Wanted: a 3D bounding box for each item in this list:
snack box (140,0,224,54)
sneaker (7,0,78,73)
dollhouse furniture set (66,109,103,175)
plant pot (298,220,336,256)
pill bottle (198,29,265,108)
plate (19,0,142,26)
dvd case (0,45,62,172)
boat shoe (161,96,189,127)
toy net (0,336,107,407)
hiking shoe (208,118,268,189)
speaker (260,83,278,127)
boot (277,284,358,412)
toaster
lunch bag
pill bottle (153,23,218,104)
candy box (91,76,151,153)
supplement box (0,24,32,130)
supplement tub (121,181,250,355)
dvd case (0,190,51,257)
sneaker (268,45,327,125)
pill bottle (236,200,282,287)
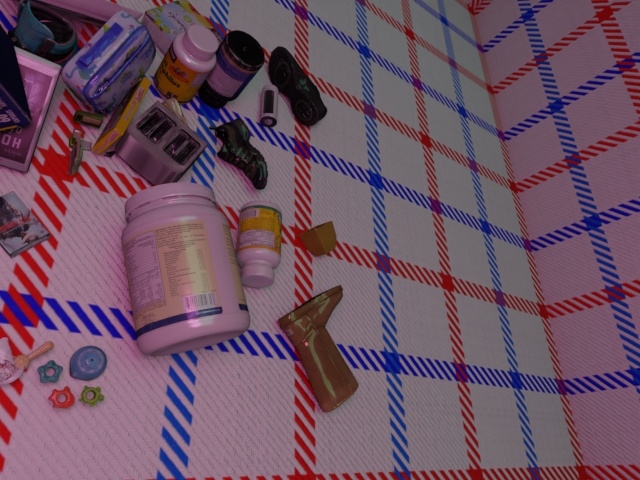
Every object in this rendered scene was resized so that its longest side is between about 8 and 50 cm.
[{"bbox_3d":[-0.390,-0.595,1.386,0.207,0.070,0.174,45,46,-6],"label":"snack box"},{"bbox_3d":[-0.649,-0.419,1.010,0.124,0.178,0.295,52,46,-6],"label":"sneaker"},{"bbox_3d":[-0.536,-0.219,1.076,0.058,0.076,0.152,10,62,-38],"label":"dollhouse furniture set"},{"bbox_3d":[0.000,0.000,1.411,0.081,0.081,0.083,-29,98,-45],"label":"plant pot"},{"bbox_3d":[-0.261,-0.475,1.334,0.122,0.219,0.123,18,58,-32],"label":"pill bottle"},{"bbox_3d":[-0.599,-0.560,1.113,0.277,0.277,0.045,4,108,-39],"label":"plate"},{"bbox_3d":[-0.658,-0.280,0.954,0.179,0.029,0.239,18,90,-32],"label":"dvd case"},{"bbox_3d":[-0.388,-0.318,1.274,0.045,0.050,0.136,-24,88,-20],"label":"boat shoe"},{"bbox_3d":[-0.522,0.248,0.875,0.232,0.045,0.122,14,62,-32],"label":"toy net"},{"bbox_3d":[-0.235,-0.236,1.344,0.114,0.086,0.227,-22,77,-30],"label":"hiking shoe"},{"bbox_3d":[-0.164,-0.433,1.510,0.055,0.055,0.136,19,58,-32],"label":"speaker"},{"bbox_3d":[0.027,0.286,1.286,0.236,0.089,0.270,-28,87,-34],"label":"boot"},{"bbox_3d":[-0.399,-0.232,1.172,0.168,0.110,0.186,41,48,-15],"label":"toaster"},{"bbox_3d":[-0.478,-0.403,1.078,0.090,0.176,0.219,37,78,-6],"label":"lunch bag"},{"bbox_3d":[-0.356,-0.468,1.255,0.117,0.215,0.117,19,57,-32],"label":"pill bottle"},{"bbox_3d":[-0.476,-0.303,1.133,0.027,0.105,0.206,38,42,-33],"label":"candy box"},{"bbox_3d":[-0.719,-0.280,0.772,0.356,0.194,0.196,-17,78,-13],"label":"supplement box"},{"bbox_3d":[-0.296,0.064,1.019,0.235,0.235,0.325,-2,70,-40],"label":"supplement tub"},{"bbox_3d":[-0.623,-0.034,0.951,0.120,0.013,0.087,53,46,-6],"label":"dvd case"},{"bbox_3d":[-0.076,-0.528,1.613,0.130,0.109,0.287,-37,101,-54],"label":"sneaker"},{"bbox_3d":[-0.161,0.011,1.241,0.117,0.117,0.209,18,57,-32],"label":"pill bottle"}]
